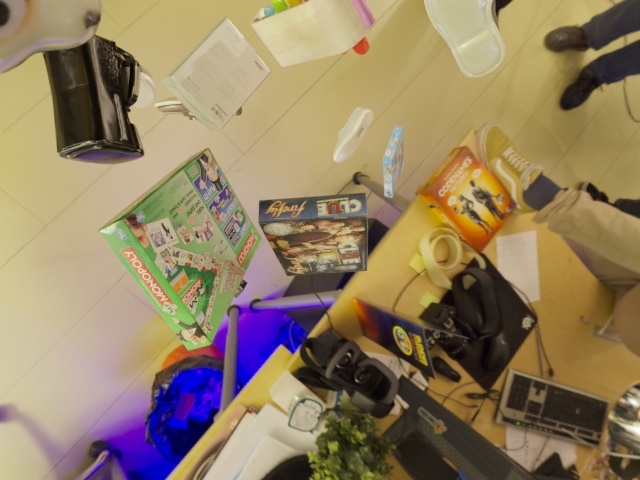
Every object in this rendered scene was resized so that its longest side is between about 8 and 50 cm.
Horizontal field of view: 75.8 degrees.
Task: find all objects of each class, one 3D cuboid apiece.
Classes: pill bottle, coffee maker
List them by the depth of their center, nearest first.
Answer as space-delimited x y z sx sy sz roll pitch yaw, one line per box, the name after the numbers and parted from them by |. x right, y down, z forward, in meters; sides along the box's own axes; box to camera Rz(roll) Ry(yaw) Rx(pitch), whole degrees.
-0.371 -0.218 0.643 0.171 0.120 0.178 -6 85 -48 | coffee maker
-0.585 -0.494 1.322 0.107 0.180 0.108 -15 128 -20 | pill bottle

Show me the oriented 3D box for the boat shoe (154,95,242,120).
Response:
-0.453 -0.496 1.530 0.324 0.117 0.097 -6 122 5 | boat shoe

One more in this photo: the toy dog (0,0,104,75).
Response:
-0.304 -0.333 0.319 0.395 0.284 0.408 -7 80 -38 | toy dog

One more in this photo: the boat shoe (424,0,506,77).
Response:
0.238 -0.410 0.690 0.319 0.116 0.099 32 45 -54 | boat shoe

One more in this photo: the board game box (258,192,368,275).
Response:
0.000 0.000 0.718 0.164 0.243 0.042 -4 66 5 | board game box

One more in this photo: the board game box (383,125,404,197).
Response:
0.270 -0.285 1.511 0.039 0.212 0.160 13 61 19 | board game box

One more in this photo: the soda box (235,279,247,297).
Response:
-0.373 0.148 1.599 0.168 0.053 0.060 36 122 -12 | soda box

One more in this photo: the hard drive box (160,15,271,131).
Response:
-0.276 -0.444 1.111 0.181 0.089 0.232 46 72 -32 | hard drive box

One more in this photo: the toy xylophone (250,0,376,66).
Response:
-0.048 -0.473 0.857 0.081 0.322 0.236 -56 137 -15 | toy xylophone

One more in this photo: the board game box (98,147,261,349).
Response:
-0.200 -0.008 0.684 0.046 0.317 0.214 -19 114 16 | board game box

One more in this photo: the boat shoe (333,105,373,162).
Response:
0.088 -0.327 1.261 0.066 0.063 0.184 11 113 -51 | boat shoe
